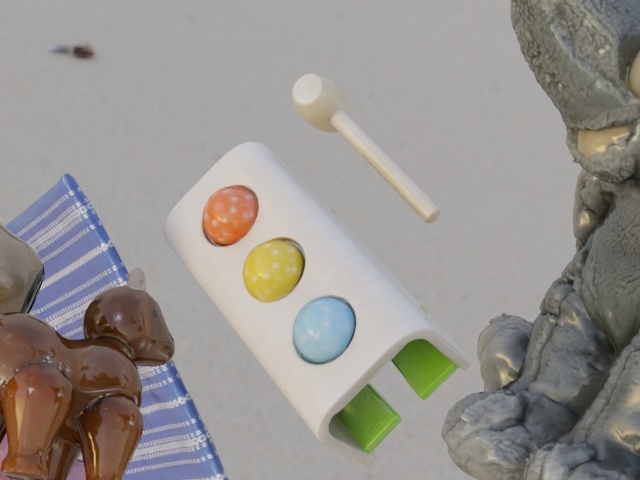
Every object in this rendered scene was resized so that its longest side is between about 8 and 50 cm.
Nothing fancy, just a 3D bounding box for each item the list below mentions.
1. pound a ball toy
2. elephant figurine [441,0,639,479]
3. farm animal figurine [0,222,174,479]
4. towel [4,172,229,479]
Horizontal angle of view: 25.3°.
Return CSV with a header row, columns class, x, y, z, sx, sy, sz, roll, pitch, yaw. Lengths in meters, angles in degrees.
class,x,y,z,sx,sy,sz,roll,pitch,yaw
pound a ball toy,0.000,0.000,1.202,0.136,0.208,0.319,38,9,-50
elephant figurine,0.144,-0.017,0.513,0.169,0.239,0.186,13,6,21
farm animal figurine,-0.230,0.049,0.701,0.326,0.330,0.172,15,65,-25
towel,-0.193,0.119,1.293,0.040,0.336,0.243,-28,2,-29
